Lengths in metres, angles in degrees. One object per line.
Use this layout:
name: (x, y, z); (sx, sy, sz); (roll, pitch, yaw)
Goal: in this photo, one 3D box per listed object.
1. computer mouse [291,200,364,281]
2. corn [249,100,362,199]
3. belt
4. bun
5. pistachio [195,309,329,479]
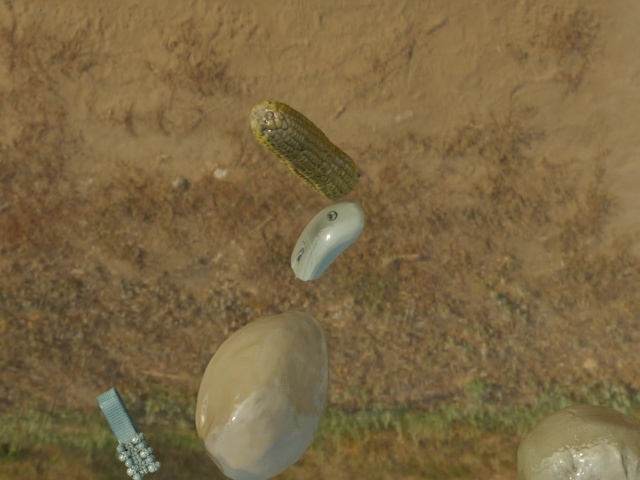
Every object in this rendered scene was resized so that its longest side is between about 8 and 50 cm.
computer mouse: (0.000, 0.000, 1.487); (0.056, 0.089, 0.181); (26, 114, -37)
corn: (-0.030, -0.157, 1.476); (0.101, 0.101, 0.292); (-22, 152, 23)
belt: (-0.390, 0.384, 1.687); (0.065, 0.100, 0.179); (-30, 96, -10)
bun: (0.302, 0.262, 0.900); (0.173, 0.113, 0.166); (-13, 111, 9)
pistachio: (-0.099, 0.269, 1.523); (0.226, 0.331, 0.207); (19, 159, 4)
